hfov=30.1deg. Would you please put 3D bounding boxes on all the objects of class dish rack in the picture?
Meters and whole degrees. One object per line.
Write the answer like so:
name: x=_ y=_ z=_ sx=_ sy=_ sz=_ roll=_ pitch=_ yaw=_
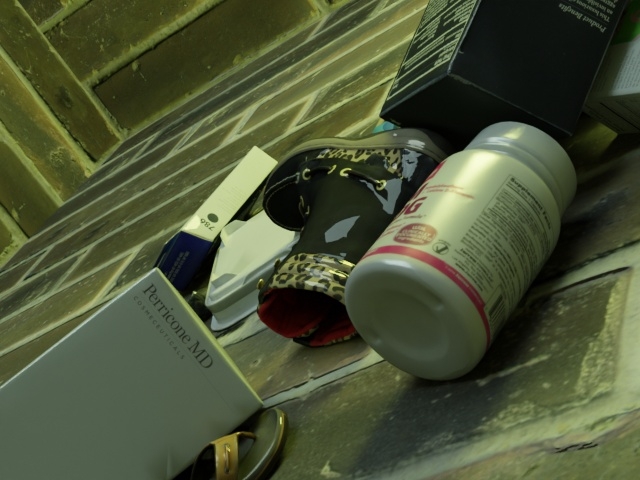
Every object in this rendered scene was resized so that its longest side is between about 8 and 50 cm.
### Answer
dish rack: x=-0.072 y=-0.003 z=1.944 sx=0.285 sy=0.072 sz=0.333 roll=-32 pitch=18 yaw=11

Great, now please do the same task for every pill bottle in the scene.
pill bottle: x=0.161 y=0.003 z=1.288 sx=0.160 sy=0.160 sz=0.283 roll=-18 pitch=24 yaw=48

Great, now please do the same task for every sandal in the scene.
sandal: x=-0.118 y=0.260 z=1.319 sx=0.219 sy=0.060 sz=0.090 roll=-42 pitch=17 yaw=-21

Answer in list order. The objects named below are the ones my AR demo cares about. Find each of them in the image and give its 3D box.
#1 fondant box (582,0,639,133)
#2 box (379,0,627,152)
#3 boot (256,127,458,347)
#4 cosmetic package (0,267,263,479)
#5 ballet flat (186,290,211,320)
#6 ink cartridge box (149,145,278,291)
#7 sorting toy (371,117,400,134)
fondant box: x=0.453 y=-0.253 z=1.365 sx=0.238 sy=0.096 sz=0.330 roll=-65 pitch=23 yaw=-8
box: x=0.242 y=-0.272 z=1.519 sx=0.294 sy=0.182 sz=0.296 roll=-66 pitch=10 yaw=-9
boot: x=0.000 y=0.000 z=1.602 sx=0.377 sy=0.138 sz=0.284 roll=-6 pitch=44 yaw=48
cosmetic package: x=-0.279 y=0.230 z=1.417 sx=0.385 sy=0.217 sz=0.156 roll=-40 pitch=0 yaw=-6
ballet flat: x=-0.249 y=0.128 z=1.971 sx=0.173 sy=0.049 sz=0.057 roll=-27 pitch=18 yaw=29
ink cartridge box: x=-0.201 y=-0.023 z=2.169 sx=0.333 sy=0.065 sz=0.165 roll=-52 pitch=-3 yaw=-44
sorting toy: x=0.203 y=-0.244 z=2.098 sx=0.307 sy=0.041 sz=0.229 roll=-25 pitch=20 yaw=35
